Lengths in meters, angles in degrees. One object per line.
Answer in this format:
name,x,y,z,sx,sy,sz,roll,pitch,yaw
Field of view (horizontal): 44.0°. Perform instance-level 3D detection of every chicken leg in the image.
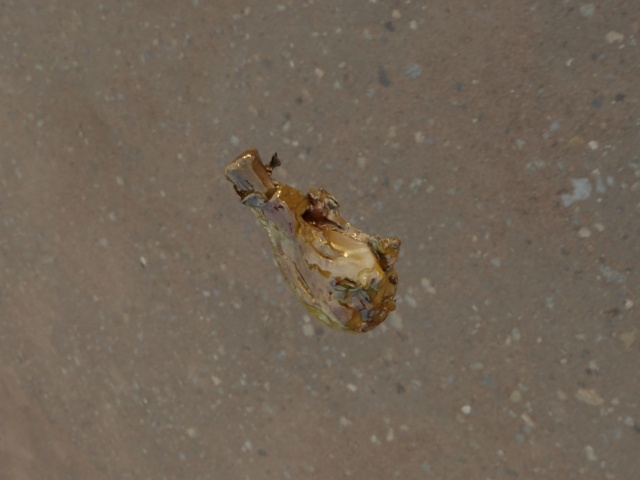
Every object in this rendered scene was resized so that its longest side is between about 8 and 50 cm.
chicken leg,-0.002,0.001,0.699,0.207,0.085,0.101,50,151,-19
